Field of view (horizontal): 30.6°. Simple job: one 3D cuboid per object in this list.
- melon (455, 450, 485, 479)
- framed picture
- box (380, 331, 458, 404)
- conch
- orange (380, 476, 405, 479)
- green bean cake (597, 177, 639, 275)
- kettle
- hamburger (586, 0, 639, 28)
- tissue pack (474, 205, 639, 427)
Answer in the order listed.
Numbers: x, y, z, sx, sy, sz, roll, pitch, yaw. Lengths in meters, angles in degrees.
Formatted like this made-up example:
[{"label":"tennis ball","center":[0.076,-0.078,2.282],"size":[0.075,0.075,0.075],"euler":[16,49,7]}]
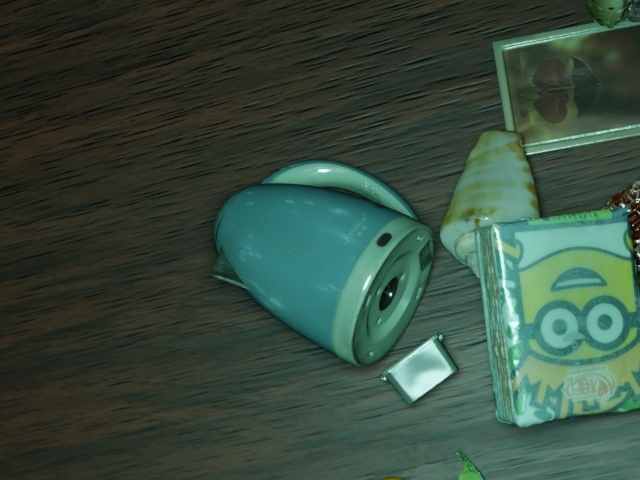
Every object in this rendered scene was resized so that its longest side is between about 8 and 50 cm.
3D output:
[{"label":"melon","center":[0.236,0.463,1.844],"size":[0.114,0.053,0.261],"euler":[-10,71,30]},{"label":"framed picture","center":[0.447,-0.260,1.957],"size":[0.290,0.020,0.211],"euler":[-9,77,11]},{"label":"box","center":[0.164,0.210,1.890],"size":[0.122,0.084,0.069],"euler":[-37,82,4]},{"label":"conch","center":[0.269,-0.064,1.895],"size":[0.158,0.127,0.255],"euler":[-7,76,27]},{"label":"orange","center":[0.115,0.415,1.855],"size":[0.084,0.083,0.083],"euler":[-3,77,13]},{"label":"green bean cake","center":[0.523,-0.029,1.868],"size":[0.135,0.056,0.135],"euler":[-40,72,4]},{"label":"kettle","center":[0.000,0.000,1.918],"size":[0.342,0.247,0.319],"euler":[26,54,25]},{"label":"hamburger","center":[0.518,-0.472,1.850],"size":[0.195,0.277,0.318],"euler":[8,59,15]},{"label":"tissue pack","center":[0.370,0.115,1.782],"size":[0.228,0.128,0.310],"euler":[-7,88,-10]}]
